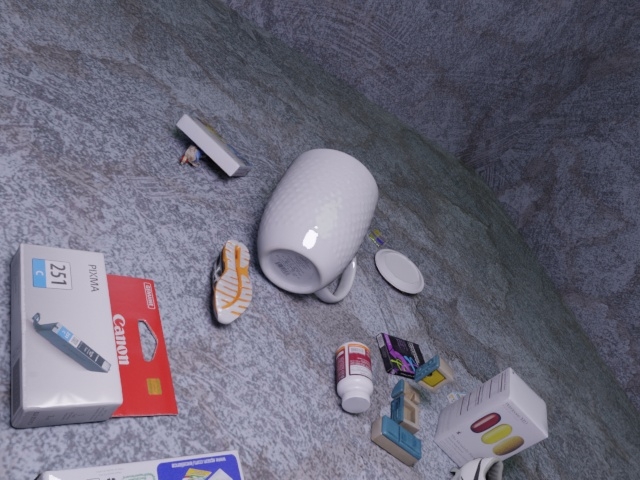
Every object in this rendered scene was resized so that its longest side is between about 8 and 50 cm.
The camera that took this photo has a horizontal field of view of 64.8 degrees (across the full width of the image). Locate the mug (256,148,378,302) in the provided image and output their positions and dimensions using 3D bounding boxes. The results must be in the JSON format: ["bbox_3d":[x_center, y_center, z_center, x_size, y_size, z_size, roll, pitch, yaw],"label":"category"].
[{"bbox_3d":[0.000,0.000,1.341,0.374,0.276,0.328,62,37,-33],"label":"mug"}]

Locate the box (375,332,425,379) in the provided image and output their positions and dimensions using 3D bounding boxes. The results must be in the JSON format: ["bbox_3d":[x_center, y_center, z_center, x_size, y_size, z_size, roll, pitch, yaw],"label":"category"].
[{"bbox_3d":[0.235,0.331,1.426,0.162,0.029,0.116,24,35,-35],"label":"box"}]

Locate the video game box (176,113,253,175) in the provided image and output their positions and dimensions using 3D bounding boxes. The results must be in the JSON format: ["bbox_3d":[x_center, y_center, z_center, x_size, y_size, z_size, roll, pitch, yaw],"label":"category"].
[{"bbox_3d":[-0.296,-0.268,1.443,0.205,0.048,0.187,44,11,-2],"label":"video game box"}]

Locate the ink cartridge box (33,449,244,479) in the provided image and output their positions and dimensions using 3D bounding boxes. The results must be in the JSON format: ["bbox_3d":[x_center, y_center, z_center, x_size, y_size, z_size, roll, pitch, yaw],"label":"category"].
[{"bbox_3d":[-0.213,0.453,0.671,0.303,0.072,0.307,16,43,-43],"label":"ink cartridge box"}]

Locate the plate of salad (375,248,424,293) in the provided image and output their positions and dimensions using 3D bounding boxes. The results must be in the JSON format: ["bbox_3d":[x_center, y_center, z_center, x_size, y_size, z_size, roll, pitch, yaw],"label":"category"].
[{"bbox_3d":[0.268,0.109,1.734,0.200,0.048,0.200,22,36,-17],"label":"plate of salad"}]

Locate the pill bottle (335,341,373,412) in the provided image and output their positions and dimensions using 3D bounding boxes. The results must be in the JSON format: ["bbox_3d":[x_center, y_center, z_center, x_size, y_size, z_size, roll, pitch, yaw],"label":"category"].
[{"bbox_3d":[0.079,0.321,1.185,0.086,0.086,0.152,32,32,-22],"label":"pill bottle"}]

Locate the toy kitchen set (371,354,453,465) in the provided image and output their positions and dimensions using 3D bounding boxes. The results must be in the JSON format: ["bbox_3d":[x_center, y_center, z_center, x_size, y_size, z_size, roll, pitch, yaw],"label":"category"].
[{"bbox_3d":[0.225,0.386,1.202,0.122,0.166,0.207,38,30,-13],"label":"toy kitchen set"}]

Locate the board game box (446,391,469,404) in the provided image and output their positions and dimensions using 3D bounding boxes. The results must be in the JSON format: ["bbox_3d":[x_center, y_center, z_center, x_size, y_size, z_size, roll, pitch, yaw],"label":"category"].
[{"bbox_3d":[0.444,0.500,1.478,0.154,0.026,0.103,17,39,-39],"label":"board game box"}]

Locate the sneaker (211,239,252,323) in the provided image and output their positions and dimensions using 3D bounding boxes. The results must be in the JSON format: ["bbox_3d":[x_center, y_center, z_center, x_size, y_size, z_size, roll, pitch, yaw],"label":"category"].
[{"bbox_3d":[-0.204,0.099,1.119,0.084,0.083,0.215,29,37,-26],"label":"sneaker"}]

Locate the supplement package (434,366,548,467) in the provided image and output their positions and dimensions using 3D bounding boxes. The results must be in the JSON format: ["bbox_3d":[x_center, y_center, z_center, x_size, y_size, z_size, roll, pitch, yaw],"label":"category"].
[{"bbox_3d":[0.432,0.463,1.286,0.139,0.244,0.134,45,29,1],"label":"supplement package"}]

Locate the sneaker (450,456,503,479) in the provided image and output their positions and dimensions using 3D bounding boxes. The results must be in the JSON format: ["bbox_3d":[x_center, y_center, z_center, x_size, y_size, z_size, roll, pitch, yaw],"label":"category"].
[{"bbox_3d":[0.383,0.635,1.112,0.122,0.146,0.330,32,33,-24],"label":"sneaker"}]

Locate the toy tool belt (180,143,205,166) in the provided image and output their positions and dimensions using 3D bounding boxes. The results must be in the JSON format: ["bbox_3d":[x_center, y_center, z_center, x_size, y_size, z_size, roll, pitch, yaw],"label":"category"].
[{"bbox_3d":[-0.346,-0.228,1.382,0.051,0.052,0.083,28,33,-12],"label":"toy tool belt"}]

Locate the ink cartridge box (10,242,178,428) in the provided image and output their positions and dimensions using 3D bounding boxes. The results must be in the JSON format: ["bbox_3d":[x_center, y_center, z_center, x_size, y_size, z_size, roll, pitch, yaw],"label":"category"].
[{"bbox_3d":[-0.370,0.152,0.853,0.261,0.066,0.296,12,43,-42],"label":"ink cartridge box"}]

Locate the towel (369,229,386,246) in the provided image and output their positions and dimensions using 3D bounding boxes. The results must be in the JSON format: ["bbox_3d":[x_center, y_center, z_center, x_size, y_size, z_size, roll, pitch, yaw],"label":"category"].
[{"bbox_3d":[0.210,-0.010,1.850,0.060,0.009,0.083,49,29,6],"label":"towel"}]
